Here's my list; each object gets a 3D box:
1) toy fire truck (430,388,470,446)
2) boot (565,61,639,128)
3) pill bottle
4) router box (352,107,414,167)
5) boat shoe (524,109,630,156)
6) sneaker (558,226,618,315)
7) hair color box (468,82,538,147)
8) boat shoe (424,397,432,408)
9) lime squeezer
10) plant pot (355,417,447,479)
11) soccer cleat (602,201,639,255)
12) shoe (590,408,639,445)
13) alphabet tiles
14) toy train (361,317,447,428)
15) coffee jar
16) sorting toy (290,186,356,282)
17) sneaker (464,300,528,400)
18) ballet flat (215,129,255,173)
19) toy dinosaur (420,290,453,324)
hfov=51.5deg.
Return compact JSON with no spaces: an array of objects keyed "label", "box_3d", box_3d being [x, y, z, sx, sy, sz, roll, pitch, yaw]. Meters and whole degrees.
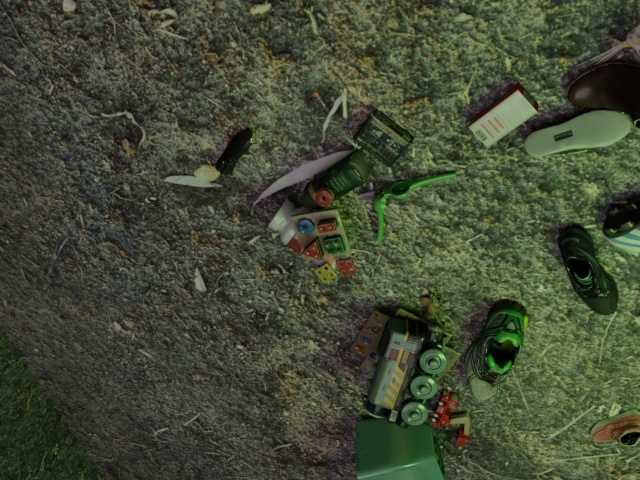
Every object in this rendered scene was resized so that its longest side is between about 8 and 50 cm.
[{"label":"toy fire truck","box_3d":[0.425,0.565,2.113,0.135,0.047,0.192,19,129,8]},{"label":"boot","box_3d":[0.610,-0.280,1.306,0.248,0.207,0.090,-5,122,25]},{"label":"pill bottle","box_3d":[-0.031,-0.015,1.825,0.216,0.121,0.121,35,130,-5]},{"label":"router box","box_3d":[0.153,-0.250,1.628,0.122,0.038,0.092,36,131,-6]},{"label":"boat shoe","box_3d":[0.563,-0.231,1.454,0.219,0.070,0.078,-9,87,33]},{"label":"sneaker","box_3d":[0.654,0.097,1.636,0.101,0.106,0.267,-23,115,32]},{"label":"hair color box","box_3d":[0.412,-0.280,1.496,0.072,0.043,0.141,44,128,-12]},{"label":"boat shoe","box_3d":[0.252,0.444,2.041,0.109,0.089,0.258,-20,119,39]},{"label":"lime squeezer","box_3d":[0.205,-0.100,1.707,0.110,0.059,0.310,39,129,-8]},{"label":"plant pot","box_3d":[0.273,0.733,2.186,0.252,0.247,0.248,-17,118,11]},{"label":"soccer cleat","box_3d":[0.780,-0.042,1.441,0.143,0.116,0.331,33,157,-18]},{"label":"shoe","box_3d":[0.850,0.554,1.907,0.063,0.081,0.178,38,130,-7]},{"label":"alphabet tiles","box_3d":[0.251,0.337,2.015,0.285,0.011,0.343,26,137,2]},{"label":"toy train","box_3d":[0.239,0.377,1.894,0.190,0.142,0.334,16,110,3]},{"label":"coffee jar","box_3d":[0.041,-0.152,1.710,0.184,0.096,0.079,-31,106,36]},{"label":"sorting toy","box_3d":[0.000,0.000,1.724,0.132,0.046,0.275,-8,117,21]},{"label":"sneaker","box_3d":[0.477,0.333,1.856,0.134,0.146,0.344,15,129,12]},{"label":"ballet flat","box_3d":[-0.225,-0.242,1.796,0.173,0.049,0.057,-41,58,38]},{"label":"toy dinosaur","box_3d":[0.324,0.197,1.892,0.092,0.053,0.183,30,146,14]}]
